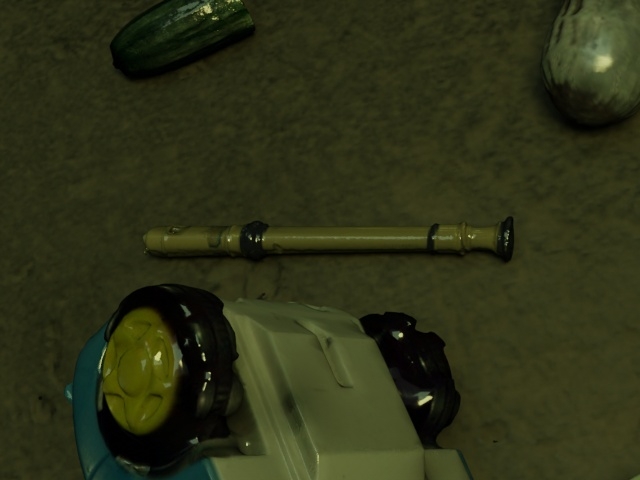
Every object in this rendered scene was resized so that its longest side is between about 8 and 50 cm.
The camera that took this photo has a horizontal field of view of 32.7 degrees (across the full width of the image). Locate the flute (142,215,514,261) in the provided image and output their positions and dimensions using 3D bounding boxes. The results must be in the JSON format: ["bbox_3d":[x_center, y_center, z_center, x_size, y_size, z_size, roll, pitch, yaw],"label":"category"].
[{"bbox_3d":[0.000,0.000,0.662,0.233,0.027,0.027,-1,63,18],"label":"flute"}]

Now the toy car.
[{"bbox_3d":[-0.008,0.159,0.499,0.166,0.198,0.314,-44,57,31],"label":"toy car"}]

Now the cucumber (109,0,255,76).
[{"bbox_3d":[-0.101,-0.147,0.757,0.105,0.048,0.048,-24,59,5],"label":"cucumber"}]

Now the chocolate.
[{"bbox_3d":[0.177,-0.145,0.656,0.072,0.072,0.167,8,68,21],"label":"chocolate"}]

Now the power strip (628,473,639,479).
[{"bbox_3d":[0.192,0.261,0.444,0.091,0.062,0.385,-9,62,9],"label":"power strip"}]
